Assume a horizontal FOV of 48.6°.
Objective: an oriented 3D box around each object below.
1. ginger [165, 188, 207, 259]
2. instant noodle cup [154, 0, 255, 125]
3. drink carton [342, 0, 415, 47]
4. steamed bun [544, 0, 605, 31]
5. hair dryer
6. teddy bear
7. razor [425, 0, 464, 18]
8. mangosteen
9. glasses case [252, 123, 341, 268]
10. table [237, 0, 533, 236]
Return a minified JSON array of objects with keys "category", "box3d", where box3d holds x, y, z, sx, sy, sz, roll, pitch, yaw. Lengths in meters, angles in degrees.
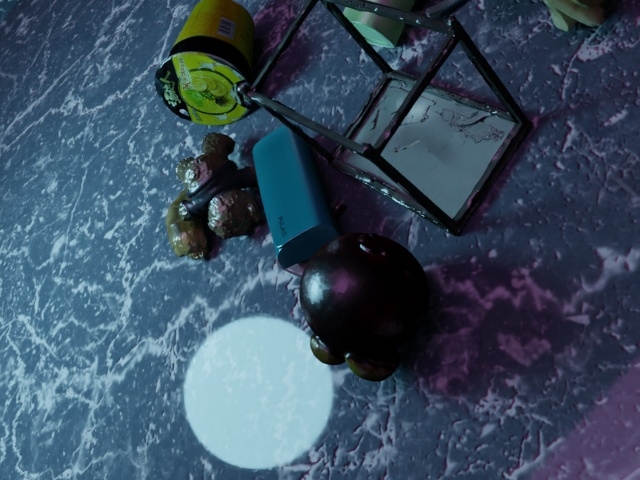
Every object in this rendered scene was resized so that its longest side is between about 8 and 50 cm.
[{"category":"ginger","box3d":[-0.275,-0.037,1.469,0.095,0.069,0.190,-10,52,-6]},{"category":"instant noodle cup","box3d":[-0.235,-0.406,1.561,0.215,0.215,0.236,-16,50,32]},{"category":"drink carton","box3d":[0.118,-0.451,1.335,0.144,0.146,0.142,24,91,45]},{"category":"steamed bun","box3d":[0.335,-0.529,1.146,0.189,0.247,0.428,-29,51,56]},{"category":"hair dryer","box3d":[-0.003,-0.004,1.247,0.106,0.054,0.154,20,76,39]},{"category":"teddy bear","box3d":[-0.215,-0.113,1.406,0.182,0.129,0.251,-39,61,6]},{"category":"razor","box3d":[0.275,-0.461,1.275,0.191,0.037,0.068,-36,53,22]},{"category":"mangosteen","box3d":[0.061,0.087,1.045,0.210,0.210,0.210,-19,56,31]},{"category":"glasses case","box3d":[-0.055,-0.091,1.280,0.117,0.070,0.301,-26,45,8]},{"category":"table","box3d":[0.097,-0.214,1.120,0.335,0.272,0.222,34,90,45]}]
